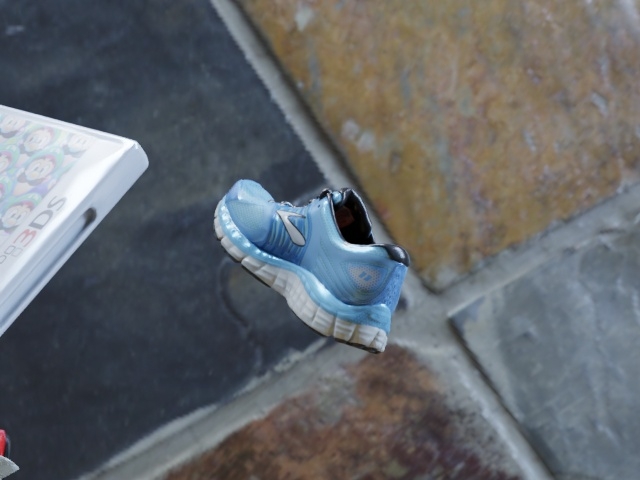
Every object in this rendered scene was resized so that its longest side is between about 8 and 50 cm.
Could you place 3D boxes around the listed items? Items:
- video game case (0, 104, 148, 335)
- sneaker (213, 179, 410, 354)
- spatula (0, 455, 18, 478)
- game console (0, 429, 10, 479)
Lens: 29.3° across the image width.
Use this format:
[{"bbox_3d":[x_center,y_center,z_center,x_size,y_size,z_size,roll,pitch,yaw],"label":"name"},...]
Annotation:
[{"bbox_3d":[-0.176,-0.007,0.539,0.157,0.019,0.143,16,55,32],"label":"video game case"},{"bbox_3d":[0.000,0.000,0.703,0.162,0.063,0.073,37,101,46],"label":"sneaker"},{"bbox_3d":[-0.290,0.182,0.770,0.242,0.168,0.019,-25,36,15],"label":"spatula"},{"bbox_3d":[-0.402,0.389,1.276,0.060,0.342,0.386,16,75,-13],"label":"game console"}]
